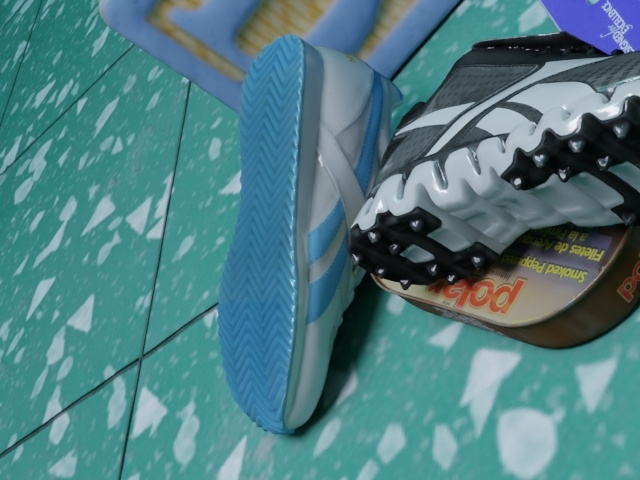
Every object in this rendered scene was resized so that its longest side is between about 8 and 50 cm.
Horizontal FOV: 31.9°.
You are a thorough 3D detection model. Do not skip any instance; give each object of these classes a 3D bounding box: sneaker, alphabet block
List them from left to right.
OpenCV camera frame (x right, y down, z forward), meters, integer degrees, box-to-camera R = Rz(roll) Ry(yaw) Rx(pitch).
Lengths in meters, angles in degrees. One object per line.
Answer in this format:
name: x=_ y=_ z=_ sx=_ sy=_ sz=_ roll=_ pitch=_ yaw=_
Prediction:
alphabet block: x=-0.034 y=-0.211 z=0.794 sx=0.192 sy=0.193 sz=0.197 roll=-46 pitch=31 yaw=17
sneaker: x=0.000 y=0.000 z=0.657 sx=0.087 sy=0.092 sz=0.229 roll=2 pitch=83 yaw=55
sneaker: x=0.102 y=-0.055 z=0.484 sx=0.234 sy=0.078 sz=0.106 roll=-21 pitch=48 yaw=49

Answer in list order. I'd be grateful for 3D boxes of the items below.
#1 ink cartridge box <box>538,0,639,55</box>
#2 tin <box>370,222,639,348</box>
ink cartridge box: x=0.188 y=-0.205 z=0.606 sx=0.208 sy=0.045 sz=0.206 roll=-46 pitch=32 yaw=22
tin: x=0.093 y=-0.005 z=0.565 sx=0.106 sy=0.040 sz=0.189 roll=-58 pitch=30 yaw=-9
